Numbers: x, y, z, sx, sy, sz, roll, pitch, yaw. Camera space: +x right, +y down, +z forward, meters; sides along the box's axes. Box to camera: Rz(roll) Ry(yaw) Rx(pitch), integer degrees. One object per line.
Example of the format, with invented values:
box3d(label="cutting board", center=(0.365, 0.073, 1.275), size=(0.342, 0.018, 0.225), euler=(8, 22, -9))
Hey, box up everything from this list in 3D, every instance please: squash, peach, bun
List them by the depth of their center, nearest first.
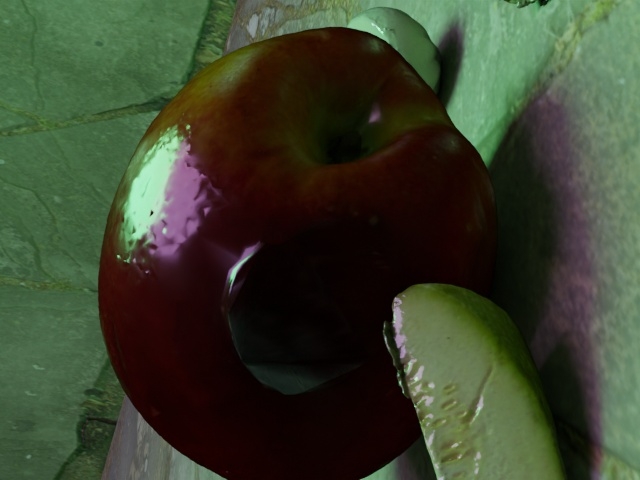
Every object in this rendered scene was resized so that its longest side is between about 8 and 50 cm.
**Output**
box3d(label="squash", center=(0.121, 0.163, 0.839), size=(0.252, 0.093, 0.169), euler=(-93, -23, -53))
box3d(label="peach", center=(-0.019, 0.026, 1.059), size=(0.310, 0.335, 0.406), euler=(-103, 34, -70))
box3d(label="bun", center=(0.090, -0.195, 1.368), size=(0.138, 0.094, 0.138), euler=(48, 151, 38))

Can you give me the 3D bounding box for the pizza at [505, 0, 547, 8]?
box3d(label="pizza", center=(0.199, -0.287, 1.076), size=(0.161, 0.062, 0.182), euler=(-110, 37, -64))
